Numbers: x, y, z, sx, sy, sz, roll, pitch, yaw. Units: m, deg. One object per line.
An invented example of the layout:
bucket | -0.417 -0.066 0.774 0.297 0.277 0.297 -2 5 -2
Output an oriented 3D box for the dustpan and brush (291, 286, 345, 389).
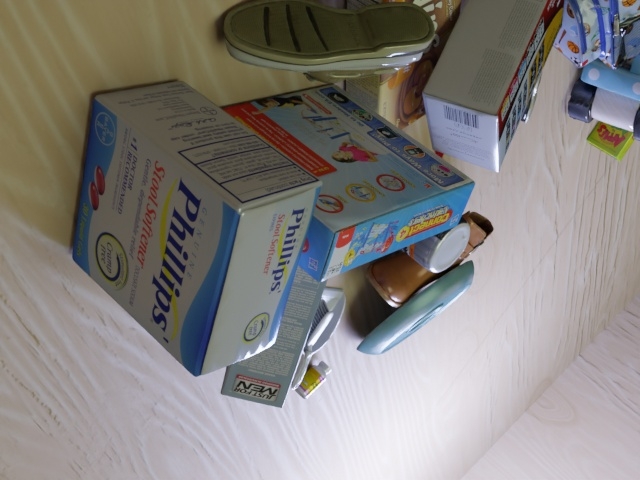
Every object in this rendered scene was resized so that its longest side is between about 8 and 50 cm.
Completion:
dustpan and brush | -0.021 0.197 1.921 0.147 0.060 0.211 9 114 -57

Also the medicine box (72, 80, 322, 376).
medicine box | -0.171 -0.022 1.258 0.149 0.289 0.263 -19 136 -43

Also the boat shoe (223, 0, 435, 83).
boat shoe | 0.007 -0.269 1.362 0.303 0.113 0.103 -2 155 -18

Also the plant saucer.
plant saucer | 0.216 0.156 2.101 0.318 0.043 0.317 -36 169 -8

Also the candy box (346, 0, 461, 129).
candy box | 0.132 -0.328 1.545 0.183 0.088 0.316 -35 146 -27

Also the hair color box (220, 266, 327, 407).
hair color box | -0.062 0.071 1.575 0.185 0.114 0.374 -85 -168 -55

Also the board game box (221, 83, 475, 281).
board game box | 0.011 -0.099 1.408 0.302 0.308 0.086 -20 139 -42

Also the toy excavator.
toy excavator | 0.692 -0.441 2.094 0.433 0.222 0.445 -21 128 -44

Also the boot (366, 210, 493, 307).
boot | 0.231 0.033 1.972 0.220 0.109 0.283 -39 161 25

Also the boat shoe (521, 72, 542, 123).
boat shoe | 0.432 -0.304 2.027 0.133 0.042 0.049 89 22 -48

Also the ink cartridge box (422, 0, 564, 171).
ink cartridge box | 0.298 -0.291 1.629 0.309 0.130 0.272 -64 162 -14

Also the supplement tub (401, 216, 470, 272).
supplement tub | 0.176 -0.035 1.814 0.117 0.190 0.117 -33 144 -28

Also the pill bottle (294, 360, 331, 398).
pill bottle | -0.017 0.294 2.048 0.083 0.043 0.043 -43 149 -16

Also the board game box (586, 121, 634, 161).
board game box | 0.759 -0.300 2.419 0.181 0.092 0.043 -57 150 8

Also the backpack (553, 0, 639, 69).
backpack | 0.491 -0.466 1.747 0.213 0.276 0.263 -28 141 -13
